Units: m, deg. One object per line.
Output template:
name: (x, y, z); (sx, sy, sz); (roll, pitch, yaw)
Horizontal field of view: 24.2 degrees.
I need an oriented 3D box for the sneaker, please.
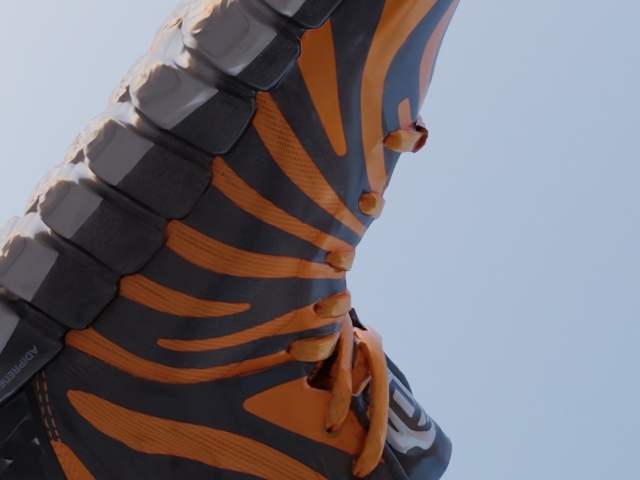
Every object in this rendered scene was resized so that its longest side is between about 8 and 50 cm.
sneaker: (0.000, 0.000, 0.538); (0.180, 0.124, 0.321); (38, -69, -13)
